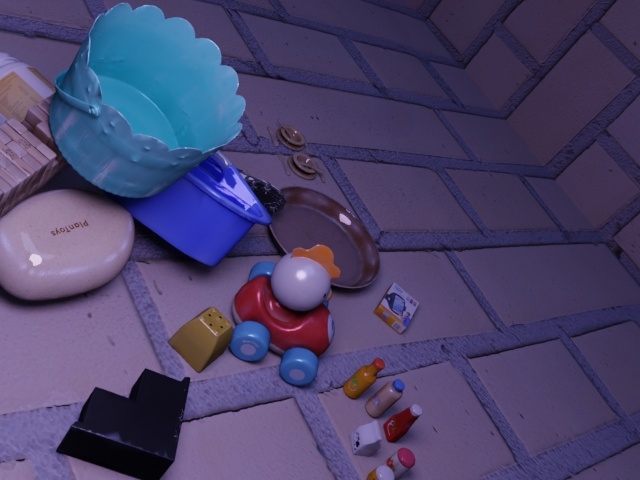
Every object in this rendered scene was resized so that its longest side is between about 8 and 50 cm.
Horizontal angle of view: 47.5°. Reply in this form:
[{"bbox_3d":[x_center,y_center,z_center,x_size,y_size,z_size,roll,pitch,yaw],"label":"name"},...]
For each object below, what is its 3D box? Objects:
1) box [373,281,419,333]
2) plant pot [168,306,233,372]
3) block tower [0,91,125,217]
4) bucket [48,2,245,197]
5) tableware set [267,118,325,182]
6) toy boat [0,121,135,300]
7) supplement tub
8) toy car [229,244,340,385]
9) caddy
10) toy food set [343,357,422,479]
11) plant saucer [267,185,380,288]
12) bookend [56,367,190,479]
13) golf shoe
[{"bbox_3d":[0.182,0.154,1.713,0.081,0.028,0.136,40,36,1],"label":"box"},{"bbox_3d":[-0.202,0.166,1.289,0.081,0.083,0.081,44,34,6],"label":"plant pot"},{"bbox_3d":[-0.454,-0.148,1.161,0.097,0.091,0.335,42,42,-4],"label":"block tower"},{"bbox_3d":[-0.282,-0.214,1.158,0.281,0.183,0.281,26,49,-33],"label":"bucket"},{"bbox_3d":[-0.058,-0.242,1.928,0.128,0.039,0.194,8,45,-38],"label":"tableware set"},{"bbox_3d":[-0.471,-0.042,1.246,0.267,0.148,0.318,-17,70,-45],"label":"toy boat"},{"bbox_3d":[-0.554,-0.242,1.370,0.199,0.144,0.144,42,34,3],"label":"supplement tub"},{"bbox_3d":[-0.032,0.106,1.378,0.210,0.238,0.219,30,36,-14],"label":"toy car"},{"bbox_3d":[-0.253,-0.108,1.403,0.341,0.179,0.241,36,8,-5],"label":"caddy"},{"bbox_3d":[0.127,0.346,1.372,0.111,0.104,0.232,18,39,-28],"label":"toy food set"},{"bbox_3d":[0.000,0.000,1.699,0.310,0.050,0.311,25,37,-21],"label":"plant saucer"},{"bbox_3d":[-0.293,0.262,1.104,0.157,0.072,0.156,25,36,-19],"label":"bookend"},{"bbox_3d":[-0.168,-0.125,1.612,0.198,0.077,0.094,20,28,-13],"label":"golf shoe"}]
